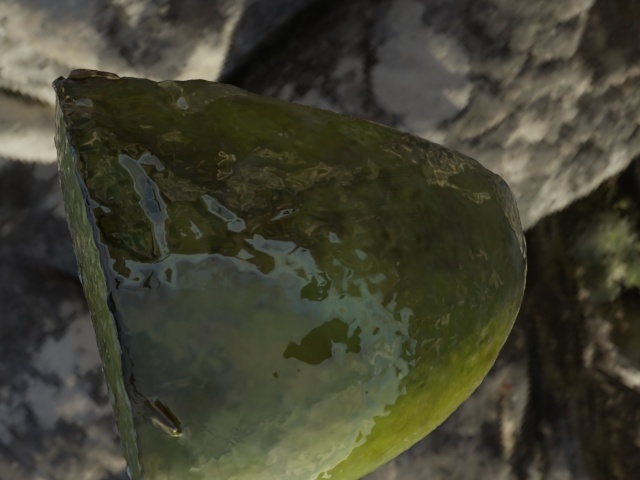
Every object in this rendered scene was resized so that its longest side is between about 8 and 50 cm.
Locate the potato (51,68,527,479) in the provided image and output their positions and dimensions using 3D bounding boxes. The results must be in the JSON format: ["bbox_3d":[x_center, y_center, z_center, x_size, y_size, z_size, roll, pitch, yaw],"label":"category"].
[{"bbox_3d":[0.000,0.000,0.916,0.112,0.255,0.269,114,143,-65],"label":"potato"}]
